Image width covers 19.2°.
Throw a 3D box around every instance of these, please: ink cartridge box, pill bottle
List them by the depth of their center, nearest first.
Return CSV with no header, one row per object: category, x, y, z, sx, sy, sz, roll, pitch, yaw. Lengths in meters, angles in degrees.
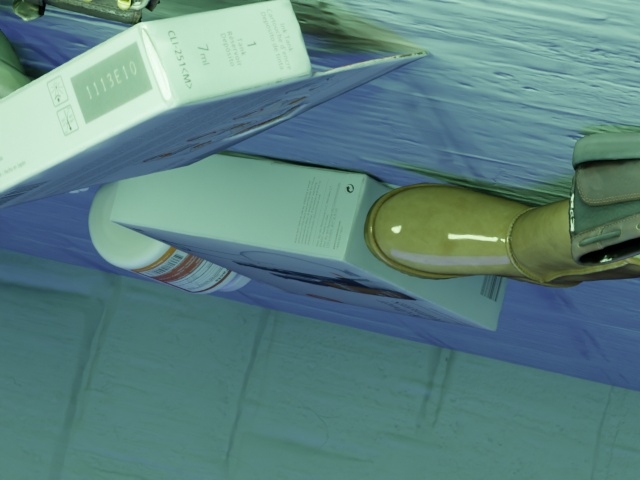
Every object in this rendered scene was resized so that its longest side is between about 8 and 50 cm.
ink cartridge box,-0.103,-0.093,1.272,0.239,0.060,0.275,-18,178,-45
pill bottle,-0.158,-0.007,2.149,0.121,0.121,0.216,10,172,30

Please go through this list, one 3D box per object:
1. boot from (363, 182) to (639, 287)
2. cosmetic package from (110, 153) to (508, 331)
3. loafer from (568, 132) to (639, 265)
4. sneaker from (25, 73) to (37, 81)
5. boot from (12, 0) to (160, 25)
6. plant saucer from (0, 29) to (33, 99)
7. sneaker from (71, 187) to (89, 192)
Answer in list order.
boot,0.186,-0.012,1.626,0.236,0.089,0.269,5,175,-15
cosmetic package,0.000,0.000,2.015,0.284,0.097,0.377,12,173,31
loafer,0.287,-0.020,1.288,0.109,0.095,0.302,19,171,-36
sneaker,-0.284,-0.103,1.813,0.118,0.110,0.292,-11,176,-22
boot,-0.200,-0.178,1.078,0.229,0.091,0.263,14,-177,-2
plant saucer,-0.384,-0.175,1.327,0.400,0.100,0.400,11,175,1
sneaker,-0.304,-0.094,2.006,0.166,0.065,0.076,9,167,27
